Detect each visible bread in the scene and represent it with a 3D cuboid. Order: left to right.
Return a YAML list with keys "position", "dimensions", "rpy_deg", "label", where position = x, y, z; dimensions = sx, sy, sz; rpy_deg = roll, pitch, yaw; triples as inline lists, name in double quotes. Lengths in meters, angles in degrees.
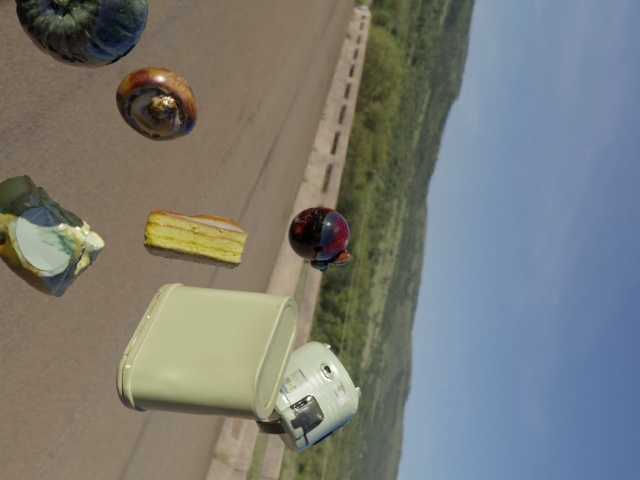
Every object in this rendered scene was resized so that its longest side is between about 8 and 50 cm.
- position: [-0.883, -0.027, 2.008]
  dimensions: [0.239, 0.395, 0.264]
  rpy_deg: [-47, -166, -9]
  label: "bread"
- position: [-0.301, -0.003, 1.582]
  dimensions: [0.184, 0.234, 0.110]
  rpy_deg: [146, -46, -78]
  label: "bread"

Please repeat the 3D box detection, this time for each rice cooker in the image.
- position: [-0.044, 0.380, 1.565]
  dimensions: [0.226, 0.244, 0.226]
  rpy_deg: [51, -24, 33]
  label: "rice cooker"

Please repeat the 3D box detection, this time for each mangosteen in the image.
- position: [0.000, 0.000, 1.856]
  dimensions: [0.200, 0.200, 0.199]
  rpy_deg: [9, 90, -85]
  label: "mangosteen"

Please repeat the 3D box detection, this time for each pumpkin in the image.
- position: [-0.595, -0.594, 1.633]
  dimensions: [0.241, 0.323, 0.323]
  rpy_deg: [-85, -177, -74]
  label: "pumpkin"

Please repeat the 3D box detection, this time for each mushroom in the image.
- position: [-0.502, -0.418, 2.019]
  dimensions: [0.253, 0.253, 0.153]
  rpy_deg: [94, 3, -45]
  label: "mushroom"

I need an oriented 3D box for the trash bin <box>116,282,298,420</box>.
- position: [-0.184, 0.185, 1.100]
  dimensions: [0.121, 0.248, 0.243]
  rpy_deg: [74, 26, -43]
  label: "trash bin"
